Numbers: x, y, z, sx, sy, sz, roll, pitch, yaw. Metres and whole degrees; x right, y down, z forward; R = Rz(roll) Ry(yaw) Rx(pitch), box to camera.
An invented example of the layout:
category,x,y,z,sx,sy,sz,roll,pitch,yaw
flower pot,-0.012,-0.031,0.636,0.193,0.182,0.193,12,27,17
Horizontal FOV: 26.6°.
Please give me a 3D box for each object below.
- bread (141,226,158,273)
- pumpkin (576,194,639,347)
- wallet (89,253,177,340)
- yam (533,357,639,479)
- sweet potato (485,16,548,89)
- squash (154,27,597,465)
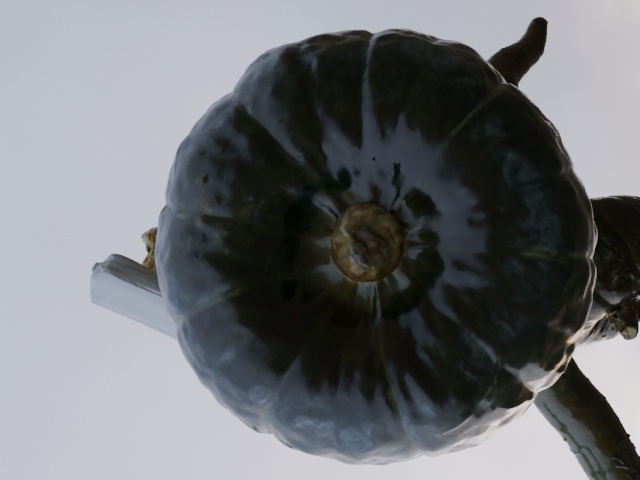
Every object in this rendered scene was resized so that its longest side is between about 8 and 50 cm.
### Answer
category,x,y,z,sx,sy,sz,roll,pitch,yaw
bread,-0.116,0.018,1.575,0.068,0.188,0.125,61,-164,-44
pumpkin,0.385,0.057,1.856,0.260,0.260,0.189,16,-145,-57
wallet,-0.148,0.073,1.379,0.190,0.095,0.033,27,-121,-5
yam,0.299,0.208,1.526,0.317,0.067,0.071,56,-133,-15
sweet potato,0.213,-0.187,1.569,0.069,0.059,0.249,44,-126,-27
squash,0.030,0.006,0.777,0.252,0.252,0.165,58,-172,13
